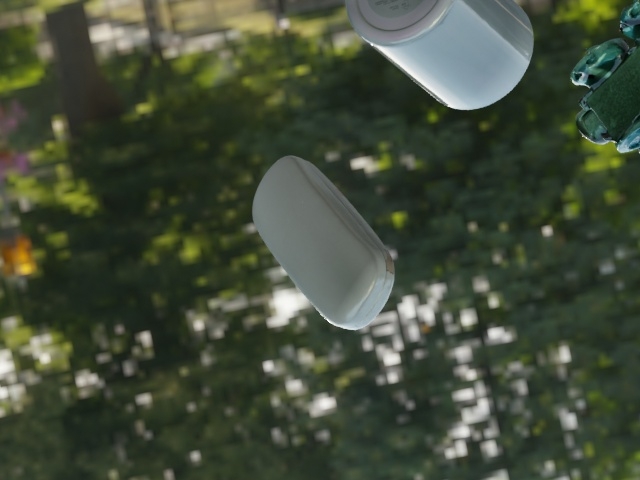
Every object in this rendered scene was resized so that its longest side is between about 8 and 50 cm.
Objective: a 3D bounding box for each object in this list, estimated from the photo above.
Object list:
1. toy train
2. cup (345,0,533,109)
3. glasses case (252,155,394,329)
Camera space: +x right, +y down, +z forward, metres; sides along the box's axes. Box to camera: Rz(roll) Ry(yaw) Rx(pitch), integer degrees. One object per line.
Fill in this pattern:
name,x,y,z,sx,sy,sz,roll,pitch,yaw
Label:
toy train,0.326,-0.160,1.795,0.154,0.107,0.198,-10,152,-44
cup,0.079,-0.176,1.499,0.136,0.099,0.133,36,-176,36
glasses case,0.000,0.000,1.370,0.041,0.063,0.164,17,-158,-39
